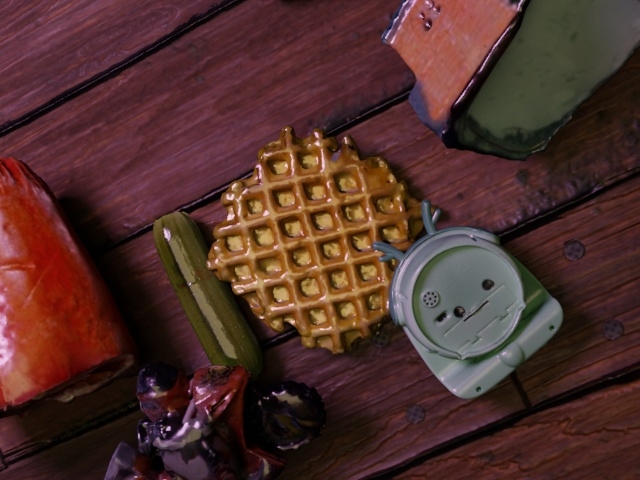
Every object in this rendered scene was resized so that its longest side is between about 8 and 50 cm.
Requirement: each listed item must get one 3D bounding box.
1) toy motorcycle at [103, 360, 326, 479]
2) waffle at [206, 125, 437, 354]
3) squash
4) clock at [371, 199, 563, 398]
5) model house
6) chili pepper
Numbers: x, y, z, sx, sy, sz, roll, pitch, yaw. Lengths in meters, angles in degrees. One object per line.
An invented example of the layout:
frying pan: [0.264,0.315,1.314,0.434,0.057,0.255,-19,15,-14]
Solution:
toy motorcycle: [-0.182,0.278,1.024,0.207,0.134,0.401,36,111,-13]
waffle: [0.000,0.000,1.014,0.254,0.052,0.245,34,96,1]
squash: [-0.138,0.072,1.051,0.066,0.066,0.228,-28,85,12]
clock: [0.152,0.060,0.961,0.159,0.066,0.211,-42,97,1]
model house: [0.179,-0.269,0.937,0.253,0.184,0.291,-57,49,27]
chili pepper: [-0.383,0.071,1.049,0.251,0.229,0.305,-38,69,40]
